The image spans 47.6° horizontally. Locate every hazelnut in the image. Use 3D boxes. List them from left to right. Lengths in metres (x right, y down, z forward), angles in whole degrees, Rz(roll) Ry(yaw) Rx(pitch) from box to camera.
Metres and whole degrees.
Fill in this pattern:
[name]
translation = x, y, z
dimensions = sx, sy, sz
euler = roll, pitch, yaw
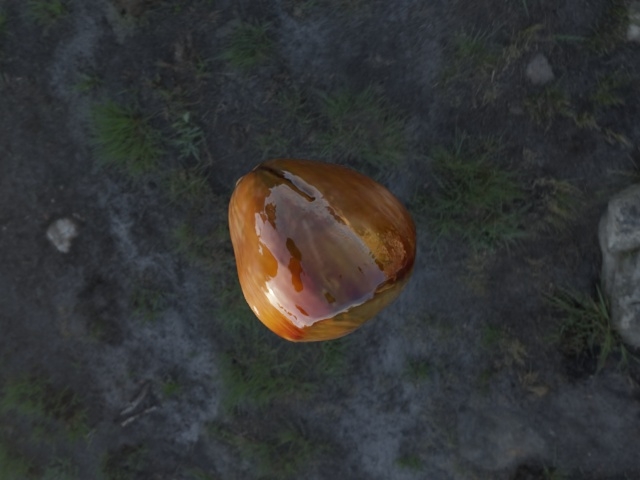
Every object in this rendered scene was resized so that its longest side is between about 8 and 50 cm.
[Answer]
[hazelnut]
translation = 0.000, 0.000, 0.552
dimensions = 0.150, 0.150, 0.150
euler = 7, 115, 14
